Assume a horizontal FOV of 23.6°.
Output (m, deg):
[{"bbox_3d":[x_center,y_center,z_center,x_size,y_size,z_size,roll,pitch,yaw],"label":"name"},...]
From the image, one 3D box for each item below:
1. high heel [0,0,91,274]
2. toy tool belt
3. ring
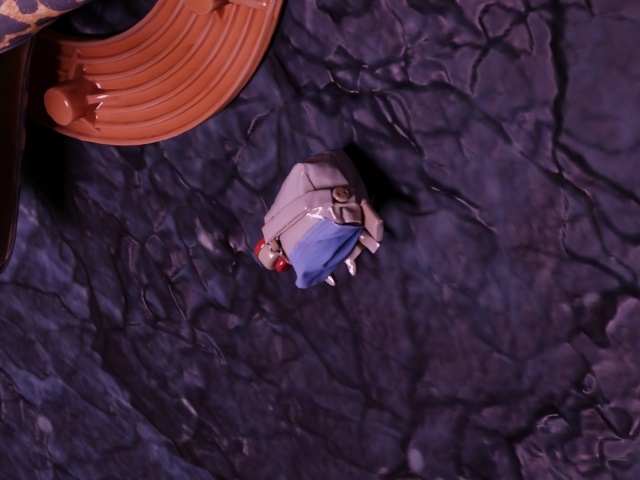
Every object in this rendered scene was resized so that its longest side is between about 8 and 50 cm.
[{"bbox_3d":[-0.141,-0.064,0.739,0.261,0.093,0.186,0,123,46],"label":"high heel"},{"bbox_3d":[0.000,0.000,0.714,0.051,0.052,0.083,51,141,18],"label":"toy tool belt"},{"bbox_3d":[-0.150,-0.196,0.739,0.337,0.032,0.336,25,132,31],"label":"ring"}]
